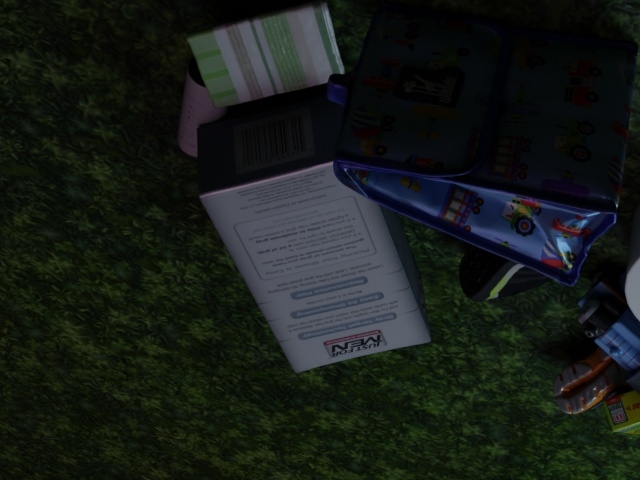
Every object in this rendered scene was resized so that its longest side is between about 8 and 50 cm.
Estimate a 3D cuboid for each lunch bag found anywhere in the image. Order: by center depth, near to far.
[{"bbox_3d":[0.147,-0.115,1.352,0.293,0.221,0.138,16,146,-1],"label":"lunch bag"}]

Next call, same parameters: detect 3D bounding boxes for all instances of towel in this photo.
[{"bbox_3d":[-0.057,-0.201,1.448,0.152,0.023,0.113,-12,138,5],"label":"towel"}]

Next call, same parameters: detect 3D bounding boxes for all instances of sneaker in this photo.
[{"bbox_3d":[0.257,0.004,1.634,0.097,0.084,0.235,4,154,-27],"label":"sneaker"},{"bbox_3d":[0.408,0.165,1.797,0.083,0.084,0.215,5,153,-41],"label":"sneaker"}]

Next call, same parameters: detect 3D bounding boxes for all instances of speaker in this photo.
[{"bbox_3d":[-0.133,-0.155,1.556,0.055,0.055,0.136,16,146,-1],"label":"speaker"}]

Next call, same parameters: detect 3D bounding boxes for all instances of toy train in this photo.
[{"bbox_3d":[0.394,0.118,1.661,0.184,0.105,0.080,43,143,5],"label":"toy train"}]

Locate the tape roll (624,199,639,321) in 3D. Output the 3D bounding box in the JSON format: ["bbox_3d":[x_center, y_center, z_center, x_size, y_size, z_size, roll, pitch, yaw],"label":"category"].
[{"bbox_3d":[0.492,0.028,1.531,0.286,0.100,0.286,11,146,8],"label":"tape roll"}]

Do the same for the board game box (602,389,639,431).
[{"bbox_3d":[0.439,0.220,1.788,0.092,0.043,0.181,-23,163,18],"label":"board game box"}]

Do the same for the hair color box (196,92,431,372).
[{"bbox_3d":[0.000,0.000,1.634,0.185,0.113,0.374,-14,139,9],"label":"hair color box"}]
